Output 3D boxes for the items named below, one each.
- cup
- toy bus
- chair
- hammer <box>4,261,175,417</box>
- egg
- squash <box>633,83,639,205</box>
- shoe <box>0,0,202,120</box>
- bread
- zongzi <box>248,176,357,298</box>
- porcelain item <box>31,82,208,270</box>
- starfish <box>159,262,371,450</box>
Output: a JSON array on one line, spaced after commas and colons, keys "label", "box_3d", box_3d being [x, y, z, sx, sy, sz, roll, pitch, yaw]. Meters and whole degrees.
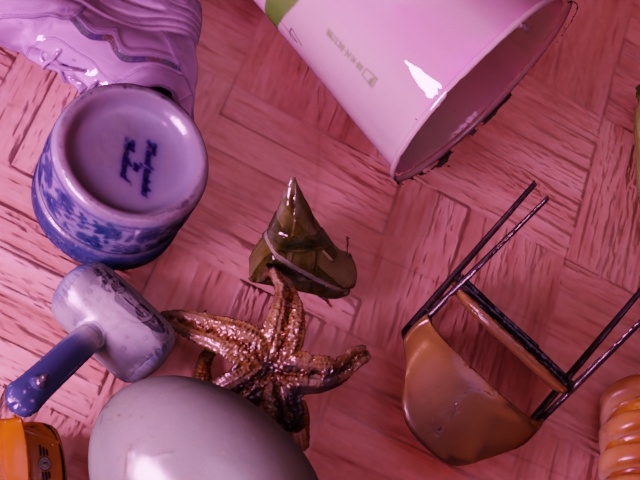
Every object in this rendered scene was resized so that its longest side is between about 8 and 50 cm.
[{"label": "cup", "box_3d": [0.075, -0.233, 1.559, 0.274, 0.253, 0.253, 45, 55, 11]}, {"label": "toy bus", "box_3d": [-0.295, 0.187, 1.255, 0.194, 0.088, 0.083, -1, 67, -26]}, {"label": "chair", "box_3d": [0.185, 0.089, 1.493, 0.159, 0.172, 0.247, 42, 99, -1]}, {"label": "hammer", "box_3d": [-0.207, 0.096, 1.322, 0.116, 0.069, 0.194, 44, 33, 0]}, {"label": "egg", "box_3d": [-0.093, 0.212, 1.288, 0.231, 0.168, 0.168, 47, 56, 6]}, {"label": "squash", "box_3d": [0.404, -0.022, 1.668, 0.118, 0.118, 0.371, 4, 62, -23]}, {"label": "shoe", "box_3d": [-0.220, -0.178, 1.467, 0.245, 0.095, 0.138, 5, 61, -30]}, {"label": "bread", "box_3d": [0.332, 0.212, 1.539, 0.119, 0.084, 0.177, 15, 56, -18]}, {"label": "zongzi", "box_3d": [0.000, 0.000, 1.468, 0.109, 0.119, 0.055, 15, 36, -18]}, {"label": "porcelain item", "box_3d": [-0.184, -0.055, 1.410, 0.147, 0.114, 0.147, 9, 62, -18]}, {"label": "starfish", "box_3d": [-0.054, 0.097, 1.414, 0.190, 0.074, 0.146, 30, 81, -4]}]
